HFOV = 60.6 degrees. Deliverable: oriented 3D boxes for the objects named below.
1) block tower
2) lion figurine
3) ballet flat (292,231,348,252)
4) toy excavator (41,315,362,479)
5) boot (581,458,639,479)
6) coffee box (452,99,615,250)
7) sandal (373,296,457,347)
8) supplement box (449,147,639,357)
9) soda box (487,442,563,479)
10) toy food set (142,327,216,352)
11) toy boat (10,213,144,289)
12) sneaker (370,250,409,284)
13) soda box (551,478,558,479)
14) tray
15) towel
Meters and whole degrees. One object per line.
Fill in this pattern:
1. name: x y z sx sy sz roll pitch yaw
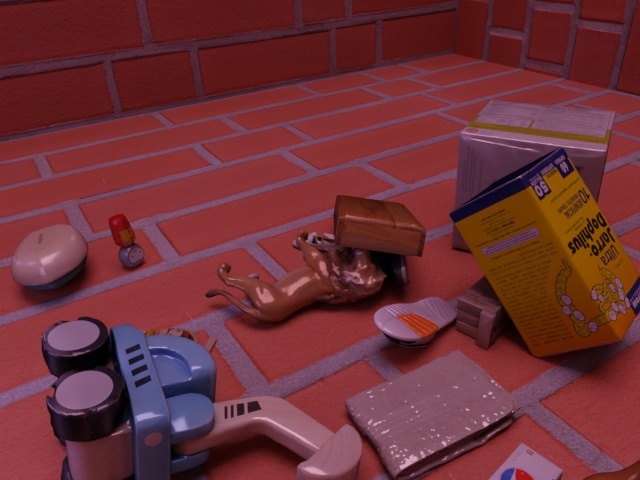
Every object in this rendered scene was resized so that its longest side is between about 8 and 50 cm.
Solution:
1. block tower: 0.433 0.116 1.271 0.097 0.091 0.335 22 38 36
2. lion figurine: -0.057 0.110 1.301 0.392 0.142 0.240 -28 50 -14
3. ballet flat: 0.000 0.000 1.533 0.168 0.052 0.057 9 33 19
4. toy excavator: -0.207 0.294 0.927 0.444 0.223 0.433 -8 31 -27
5. boot: 0.496 0.339 0.825 0.197 0.153 0.073 -3 31 -1
6. coffee box: 0.575 -0.163 1.489 0.338 0.338 0.334 13 33 25
7. sandal: 0.208 0.189 1.191 0.265 0.076 0.102 -4 38 -46
8. supplement box: 0.470 0.026 1.128 0.194 0.357 0.195 -31 0 -38
9. soda box: 0.271 0.405 0.814 0.216 0.069 0.073 -27 39 -34
10. toy food set: -0.330 0.227 1.186 0.191 0.039 0.132 3 31 9
11. toy boat: -0.639 0.042 1.445 0.318 0.148 0.267 -18 28 -11
12. sneaker: 0.149 0.068 1.373 0.118 0.083 0.222 -10 12 -2
13. soda box: 0.302 0.399 0.680 0.067 0.210 0.071 11 33 22
14. tray: 0.140 -0.051 1.435 0.202 0.076 0.411 8 11 -1
15. towel: 0.204 0.309 1.003 0.282 0.049 0.187 -17 32 -21
